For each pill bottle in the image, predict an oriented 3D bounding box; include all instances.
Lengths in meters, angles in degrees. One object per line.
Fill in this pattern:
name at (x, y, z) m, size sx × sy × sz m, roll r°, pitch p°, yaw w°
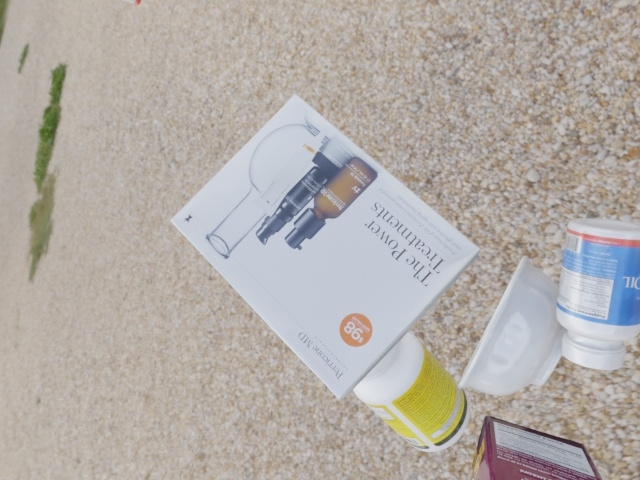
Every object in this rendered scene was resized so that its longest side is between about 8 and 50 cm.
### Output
pill bottle at (0.187, 0.322, 1.153) m, size 0.187 × 0.334 × 0.188 m, roll -31°, pitch 30°, yaw 20°
pill bottle at (0.445, 0.083, 0.798) m, size 0.124 × 0.124 × 0.222 m, roll 17°, pitch 110°, yaw 50°

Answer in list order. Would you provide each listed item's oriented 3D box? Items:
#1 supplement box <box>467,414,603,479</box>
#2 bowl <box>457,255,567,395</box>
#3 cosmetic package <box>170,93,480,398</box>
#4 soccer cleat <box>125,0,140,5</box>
supplement box at (0.135, 0.202, 0.321) m, size 0.080 × 0.188 × 0.104 m, roll 14°, pitch 95°, yaw 16°
bowl at (0.393, 0.188, 0.982) m, size 0.134 × 0.297 × 0.298 m, roll 26°, pitch 102°, yaw 20°
cosmetic package at (0.000, 0.000, 0.770) m, size 0.377 × 0.097 × 0.284 m, roll 43°, pitch 89°, yaw 17°
soccer cleat at (-0.162, -0.300, 0.479) m, size 0.196 × 0.076 × 0.068 m, roll -17°, pitch 54°, yaw 39°
